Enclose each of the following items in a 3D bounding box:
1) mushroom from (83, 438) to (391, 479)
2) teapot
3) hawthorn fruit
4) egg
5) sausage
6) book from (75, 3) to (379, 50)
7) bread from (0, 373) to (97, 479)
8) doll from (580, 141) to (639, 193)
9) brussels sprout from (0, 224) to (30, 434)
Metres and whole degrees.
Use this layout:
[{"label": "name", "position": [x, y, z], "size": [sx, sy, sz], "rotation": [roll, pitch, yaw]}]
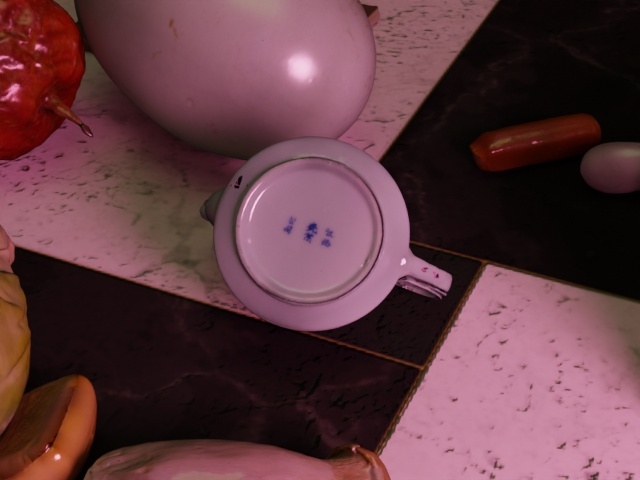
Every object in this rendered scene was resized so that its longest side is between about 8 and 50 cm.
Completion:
[{"label": "mushroom", "position": [-0.058, 0.180, 0.826], "size": [0.213, 0.088, 0.097], "rotation": [-3, 6, -10]}, {"label": "teapot", "position": [0.000, 0.000, 1.019], "size": [0.232, 0.159, 0.159], "rotation": [19, 42, 6]}, {"label": "hawthorn fruit", "position": [-0.312, -0.166, 1.192], "size": [0.243, 0.207, 0.207], "rotation": [30, 47, 15]}, {"label": "egg", "position": [-0.106, -0.214, 1.202], "size": [0.371, 0.229, 0.230], "rotation": [33, 50, 31]}, {"label": "sausage", "position": [0.211, -0.097, 1.192], "size": [0.131, 0.041, 0.039], "rotation": [-11, 44, -11]}, {"label": "book", "position": [-0.116, -0.253, 1.423], "size": [0.310, 0.021, 0.217], "rotation": [18, 42, 23]}, {"label": "bread", "position": [-0.201, 0.152, 0.888], "size": [0.082, 0.056, 0.115], "rotation": [-27, 23, 12]}, {"label": "doll", "position": [0.390, -0.080, 1.074], "size": [0.311, 0.159, 0.242], "rotation": [-5, 40, 12]}, {"label": "brussels sprout", "position": [-0.320, 0.084, 0.867], "size": [0.244, 0.244, 0.244], "rotation": [-1, 39, 1]}]
